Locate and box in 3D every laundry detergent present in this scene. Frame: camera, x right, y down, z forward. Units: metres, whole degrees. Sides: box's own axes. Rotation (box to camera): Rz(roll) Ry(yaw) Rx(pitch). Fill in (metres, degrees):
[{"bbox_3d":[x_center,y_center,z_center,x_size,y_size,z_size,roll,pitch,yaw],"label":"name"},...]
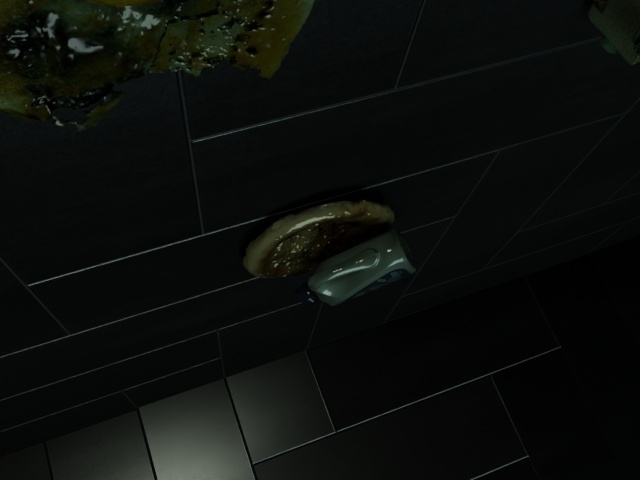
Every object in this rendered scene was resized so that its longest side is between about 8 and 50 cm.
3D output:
[{"bbox_3d":[0.065,0.074,1.448,0.280,0.105,0.215,-22,168,11],"label":"laundry detergent"}]

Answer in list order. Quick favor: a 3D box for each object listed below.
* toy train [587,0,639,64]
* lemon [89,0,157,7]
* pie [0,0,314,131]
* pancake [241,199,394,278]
[{"bbox_3d":[0.481,-0.378,0.870,0.159,0.129,0.326,-25,160,-8],"label":"toy train"},{"bbox_3d":[-0.136,-0.265,0.377,0.236,0.236,0.263,-33,134,27],"label":"lemon"},{"bbox_3d":[-0.179,-0.231,0.643,0.371,0.078,0.296,-19,158,-6],"label":"pie"},{"bbox_3d":[-0.001,-0.002,1.412,0.356,0.065,0.356,-19,160,-7],"label":"pancake"}]
